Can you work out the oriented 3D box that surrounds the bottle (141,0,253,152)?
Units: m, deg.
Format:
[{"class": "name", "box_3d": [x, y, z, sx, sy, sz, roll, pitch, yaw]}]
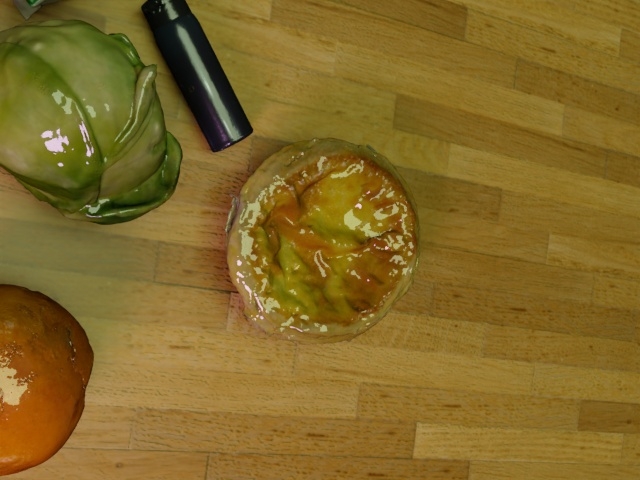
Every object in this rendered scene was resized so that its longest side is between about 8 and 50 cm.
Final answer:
[{"class": "bottle", "box_3d": [-0.183, -0.255, 1.206, 0.244, 0.072, 0.082, 63, 30, -13]}]

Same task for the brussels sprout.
[{"class": "brussels sprout", "box_3d": [-0.313, -0.154, 1.041, 0.294, 0.259, 0.227, 28, 62, -1]}]

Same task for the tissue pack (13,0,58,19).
[{"class": "tissue pack", "box_3d": [-0.390, -0.416, 1.070, 0.156, 0.148, 0.209, -25, 105, 17]}]

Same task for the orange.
[{"class": "orange", "box_3d": [-0.399, 0.172, 1.008, 0.240, 0.240, 0.240, 0, 90, -26]}]

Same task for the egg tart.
[{"class": "egg tart", "box_3d": [0.001, 0.000, 1.263, 0.341, 0.132, 0.341, 1, 89, -27]}]
